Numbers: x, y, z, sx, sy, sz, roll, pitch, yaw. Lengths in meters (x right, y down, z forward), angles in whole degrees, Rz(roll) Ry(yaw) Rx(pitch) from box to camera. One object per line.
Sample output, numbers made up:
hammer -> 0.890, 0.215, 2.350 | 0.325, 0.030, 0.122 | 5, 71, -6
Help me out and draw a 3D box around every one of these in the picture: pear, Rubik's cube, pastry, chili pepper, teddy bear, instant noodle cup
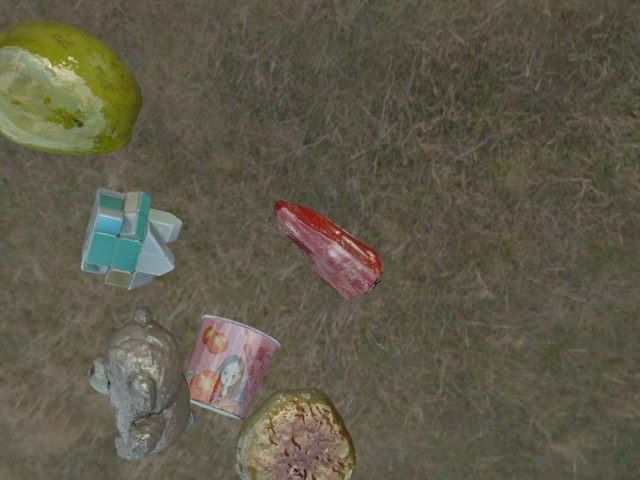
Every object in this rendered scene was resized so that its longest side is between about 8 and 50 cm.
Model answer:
pear -> -0.501, -0.288, 1.250 | 0.307, 0.253, 0.253 | 20, 138, -31
Rubik's cube -> -0.470, -0.014, 1.608 | 0.213, 0.224, 0.265 | 13, 112, -23
pastry -> -0.037, 0.329, 1.003 | 0.192, 0.182, 0.093 | 55, 156, -9
chili pepper -> 0.000, 0.000, 1.244 | 0.136, 0.144, 0.252 | -31, 120, 30
teddy bear -> -0.298, 0.252, 1.086 | 0.151, 0.236, 0.267 | -11, 140, -7
instant noodle cup -> -0.259, 0.355, 1.775 | 0.243, 0.231, 0.243 | 18, 160, 7
